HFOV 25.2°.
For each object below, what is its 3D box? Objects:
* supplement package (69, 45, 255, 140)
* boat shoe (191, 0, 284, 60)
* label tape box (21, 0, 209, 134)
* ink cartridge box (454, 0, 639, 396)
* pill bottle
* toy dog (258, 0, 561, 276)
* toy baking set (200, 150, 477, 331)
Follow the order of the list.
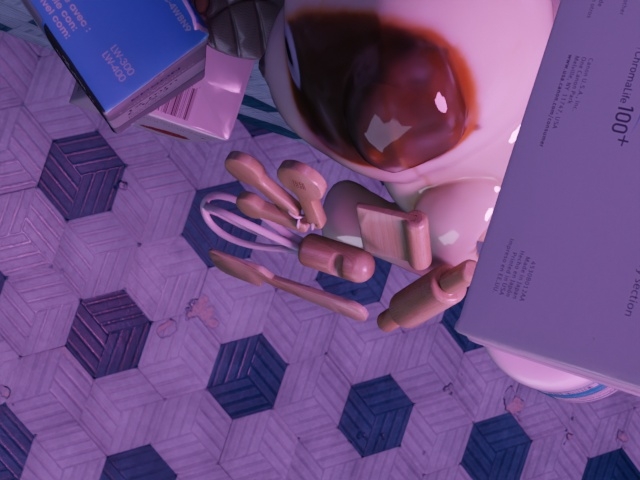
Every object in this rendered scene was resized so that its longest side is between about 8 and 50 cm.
[{"bbox_3d":[-0.201,-0.232,1.837,0.177,0.175,0.293,18,178,-16],"label":"supplement package"},{"bbox_3d":[0.041,-0.218,1.277,0.324,0.123,0.116,10,-147,-11],"label":"boat shoe"},{"bbox_3d":[-0.203,-0.228,1.179,0.249,0.115,0.347,56,177,-3],"label":"label tape box"},{"bbox_3d":[0.245,-0.058,0.639,0.271,0.310,0.130,17,178,33],"label":"ink cartridge box"},{"bbox_3d":[0.252,0.088,1.456,0.146,0.146,0.264,18,176,19],"label":"pill bottle"},{"bbox_3d":[0.143,-0.099,1.042,0.408,0.285,0.395,20,161,-35],"label":"toy dog"},{"bbox_3d":[0.006,0.003,1.061,0.196,0.030,0.256,32,156,-4],"label":"toy baking set"}]
